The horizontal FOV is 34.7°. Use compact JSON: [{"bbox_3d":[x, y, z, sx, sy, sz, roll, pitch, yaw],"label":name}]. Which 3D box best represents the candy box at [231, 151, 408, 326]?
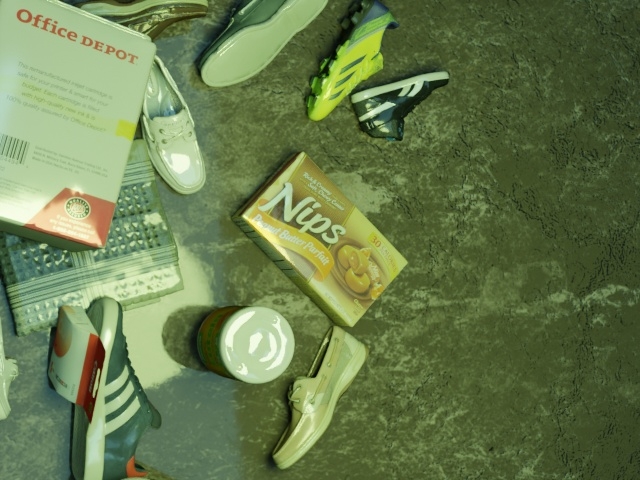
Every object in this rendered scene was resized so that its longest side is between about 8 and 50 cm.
[{"bbox_3d":[0.000,0.000,2.037,0.316,0.087,0.183,46,73,-12],"label":"candy box"}]

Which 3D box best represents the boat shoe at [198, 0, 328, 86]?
[{"bbox_3d":[-0.126,-0.425,2.029,0.319,0.116,0.099,-41,58,-11],"label":"boat shoe"}]

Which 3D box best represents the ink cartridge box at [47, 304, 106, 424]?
[{"bbox_3d":[-0.427,0.216,1.790,0.045,0.179,0.145,6,110,-28],"label":"ink cartridge box"}]

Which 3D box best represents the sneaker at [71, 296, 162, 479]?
[{"bbox_3d":[-0.361,0.275,1.863,0.148,0.131,0.350,2,98,-29],"label":"sneaker"}]

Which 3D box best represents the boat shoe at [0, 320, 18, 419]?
[{"bbox_3d":[-0.571,0.224,1.823,0.063,0.066,0.184,-14,82,-20],"label":"boat shoe"}]

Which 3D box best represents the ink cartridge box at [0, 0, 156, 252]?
[{"bbox_3d":[-0.475,-0.201,1.772,0.279,0.160,0.384,19,78,-26],"label":"ink cartridge box"}]

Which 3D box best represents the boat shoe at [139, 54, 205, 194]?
[{"bbox_3d":[-0.289,-0.219,1.935,0.098,0.096,0.277,-26,97,-21],"label":"boat shoe"}]

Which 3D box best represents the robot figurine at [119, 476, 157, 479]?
[{"bbox_3d":[-0.292,0.518,1.813,0.209,0.278,0.173,-22,61,15],"label":"robot figurine"}]

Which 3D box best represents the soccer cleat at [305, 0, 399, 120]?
[{"bbox_3d":[0.069,-0.357,2.085,0.121,0.093,0.289,32,76,-21],"label":"soccer cleat"}]

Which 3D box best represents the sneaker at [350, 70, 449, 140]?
[{"bbox_3d":[0.176,-0.272,2.134,0.217,0.079,0.121,-17,96,-13],"label":"sneaker"}]

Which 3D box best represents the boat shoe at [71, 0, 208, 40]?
[{"bbox_3d":[-0.336,-0.407,1.936,0.257,0.095,0.095,-8,93,-9],"label":"boat shoe"}]

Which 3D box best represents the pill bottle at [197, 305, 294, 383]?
[{"bbox_3d":[-0.149,0.188,1.884,0.136,0.246,0.136,1,86,-21],"label":"pill bottle"}]

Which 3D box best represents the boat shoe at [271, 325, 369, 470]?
[{"bbox_3d":[-0.019,0.305,2.006,0.098,0.109,0.302,38,69,-9],"label":"boat shoe"}]

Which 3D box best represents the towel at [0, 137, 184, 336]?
[{"bbox_3d":[-0.436,-0.010,1.899,0.324,0.056,0.312,-15,89,-19],"label":"towel"}]
